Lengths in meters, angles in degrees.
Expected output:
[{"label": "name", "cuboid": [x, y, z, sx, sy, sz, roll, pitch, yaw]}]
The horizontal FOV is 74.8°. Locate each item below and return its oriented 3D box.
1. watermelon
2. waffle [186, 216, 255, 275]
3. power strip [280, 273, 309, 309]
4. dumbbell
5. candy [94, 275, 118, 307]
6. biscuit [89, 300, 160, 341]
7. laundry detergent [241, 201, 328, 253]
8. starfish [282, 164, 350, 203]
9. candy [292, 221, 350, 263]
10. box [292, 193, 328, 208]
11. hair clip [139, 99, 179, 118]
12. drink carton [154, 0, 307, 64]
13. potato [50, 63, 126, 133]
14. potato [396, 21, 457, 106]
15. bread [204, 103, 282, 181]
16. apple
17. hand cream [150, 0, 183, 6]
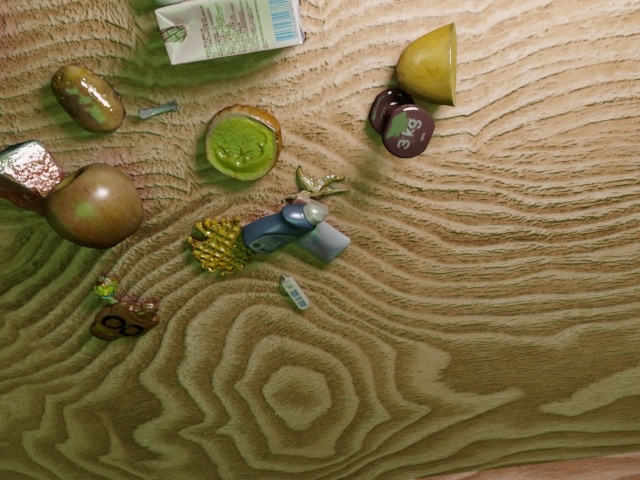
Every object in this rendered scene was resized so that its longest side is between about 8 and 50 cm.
[{"label": "watermelon", "cuboid": [-0.878, -0.166, 1.289, 0.192, 0.140, 0.257, -21, 129, 20]}, {"label": "waffle", "cuboid": [-0.341, 0.022, 1.453, 0.228, 0.051, 0.232, -12, 123, 3]}, {"label": "power strip", "cuboid": [-0.096, 0.193, 1.579, 0.047, 0.030, 0.191, -25, 120, 13]}, {"label": "dumbbell", "cuboid": [0.216, -0.324, 1.144, 0.124, 0.225, 0.140, 13, 119, -13]}, {"label": "candy", "cuboid": [-0.784, 0.238, 1.572, 0.077, 0.073, 0.262, -11, 132, -21]}, {"label": "biscuit", "cuboid": [-0.740, 0.314, 1.597, 0.290, 0.041, 0.208, -27, 138, 13]}, {"label": "laundry detergent", "cuboid": [-0.109, -0.051, 1.341, 0.289, 0.094, 0.143, -25, 144, 28]}, {"label": "starfish", "cuboid": [-0.016, -0.153, 1.360, 0.223, 0.050, 0.217, -12, 130, 12]}, {"label": "candy", "cuboid": [0.000, 0.000, 1.433, 0.174, 0.071, 0.138, 33, 121, -21]}, {"label": "box", "cuboid": [-0.033, -0.109, 1.350, 0.115, 0.025, 0.048, 22, 131, -22]}, {"label": "hair clip", "cuboid": [-0.465, -0.373, 1.203, 0.115, 0.039, 0.030, -15, 127, 5]}, {"label": "drink carton", "cuboid": [-0.202, -0.530, 1.018, 0.324, 0.194, 0.132, -8, 121, 4]}, {"label": "potato", "cuboid": [-0.651, -0.385, 1.166, 0.164, 0.081, 0.200, -32, 120, 16]}, {"label": "potato", "cuboid": [0.280, -0.458, 1.108, 0.158, 0.178, 0.204, 5, 113, 20]}, {"label": "bread", "cuboid": [-0.227, -0.289, 1.245, 0.236, 0.070, 0.236, 0, 121, -1]}, {"label": "apple", "cuboid": [-0.665, -0.094, 1.248, 0.256, 0.257, 0.234, -20, 123, 11]}, {"label": "hand cream", "cuboid": [-0.402, -0.711, 0.959, 0.147, 0.093, 0.306, -12, 120, 4]}]
